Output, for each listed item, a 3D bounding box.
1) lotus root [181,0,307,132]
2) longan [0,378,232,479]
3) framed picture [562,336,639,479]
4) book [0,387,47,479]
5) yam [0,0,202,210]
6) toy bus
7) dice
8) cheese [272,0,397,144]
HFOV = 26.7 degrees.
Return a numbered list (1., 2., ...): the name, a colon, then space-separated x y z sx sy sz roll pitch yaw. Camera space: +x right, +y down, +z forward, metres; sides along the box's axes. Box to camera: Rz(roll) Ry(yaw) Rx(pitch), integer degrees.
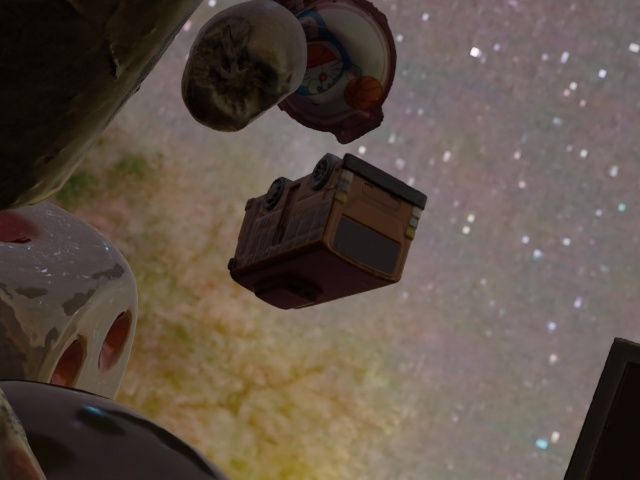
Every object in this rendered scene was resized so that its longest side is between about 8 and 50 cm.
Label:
1. lotus root: -0.062 -0.146 1.104 0.088 0.113 0.192 45 11 -9
2. longan: -0.169 0.262 0.786 0.361 0.361 0.361 21 -19 8
3. framed picture: 0.270 0.225 0.995 0.217 0.274 0.017 19 8 -3
4. book: -0.216 0.084 0.450 0.322 0.228 0.018 59 -4 20
5. yam: -0.136 -0.138 0.642 0.161 0.161 0.268 31 -56 -20
6. toy bus: 0.000 0.000 1.268 0.098 0.114 0.201 27 -23 -24
7. dice: -0.376 0.112 1.353 0.304 0.304 0.277 22 15 10
8. cheese: -0.003 -0.263 1.730 0.189 0.286 0.074 -25 -5 23
